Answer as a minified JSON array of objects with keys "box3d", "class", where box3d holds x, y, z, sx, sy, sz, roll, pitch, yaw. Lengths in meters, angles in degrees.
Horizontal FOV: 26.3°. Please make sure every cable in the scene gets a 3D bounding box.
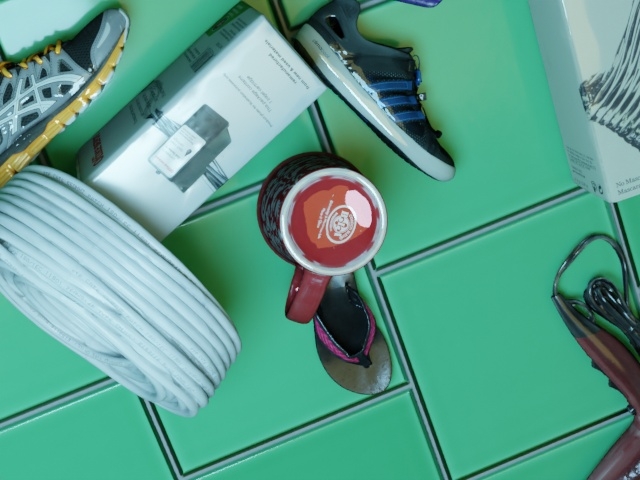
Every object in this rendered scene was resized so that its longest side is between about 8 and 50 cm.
[{"box3d":[-0.185,0.047,1.168,0.257,0.257,0.089,32,72,13],"class":"cable"}]

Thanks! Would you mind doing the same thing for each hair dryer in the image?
[{"box3d":[0.325,0.149,1.403,0.224,0.080,0.293,12,97,2],"class":"hair dryer"}]

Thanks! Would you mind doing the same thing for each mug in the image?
[{"box3d":[0.009,-0.005,1.216,0.113,0.169,0.150,-15,95,-5],"class":"mug"}]

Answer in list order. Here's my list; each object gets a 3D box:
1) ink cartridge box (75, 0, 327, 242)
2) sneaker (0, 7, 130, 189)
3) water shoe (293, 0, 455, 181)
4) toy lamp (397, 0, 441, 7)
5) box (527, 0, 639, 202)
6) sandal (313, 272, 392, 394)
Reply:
[{"box3d":[-0.108,-0.103,1.189,0.208,0.153,0.087,-42,108,3],"class":"ink cartridge box"},{"box3d":[-0.250,-0.129,1.191,0.215,0.084,0.083,-45,104,4],"class":"sneaker"},{"box3d":[0.068,-0.138,1.257,0.203,0.073,0.080,43,91,-19],"class":"water shoe"},{"box3d":[-0.007,-0.284,1.199,0.275,0.080,0.080,23,99,-16],"class":"toy lamp"},{"box3d":[0.269,-0.184,1.274,0.113,0.094,0.275,-21,109,-5],"class":"box"},{"box3d":[0.021,0.076,1.322,0.067,0.040,0.179,-23,108,-6],"class":"sandal"}]
